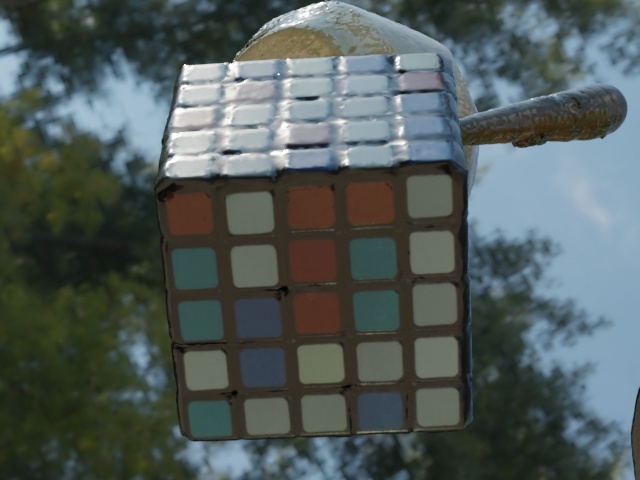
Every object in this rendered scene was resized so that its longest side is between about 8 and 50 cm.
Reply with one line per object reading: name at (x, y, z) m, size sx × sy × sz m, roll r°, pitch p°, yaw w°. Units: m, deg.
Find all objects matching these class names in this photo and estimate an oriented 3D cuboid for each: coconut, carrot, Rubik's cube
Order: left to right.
Rubik's cube at (0.000, 0.000, 1.141) m, size 0.182 × 0.184 × 0.187 m, roll -2°, pitch -64°, yaw 3°
coconut at (0.032, -0.085, 1.563) m, size 0.224 × 0.234 × 0.224 m, roll -11°, pitch -112°, yaw 29°
carrot at (0.164, -0.095, 1.460) m, size 0.049 × 0.254 × 0.049 m, roll 11°, pitch -74°, yaw 44°

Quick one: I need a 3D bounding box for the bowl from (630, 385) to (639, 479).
bowl at (0.231, 0.040, 0.629) m, size 0.238 × 0.126 × 0.237 m, roll 7°, pitch -55°, yaw 10°
